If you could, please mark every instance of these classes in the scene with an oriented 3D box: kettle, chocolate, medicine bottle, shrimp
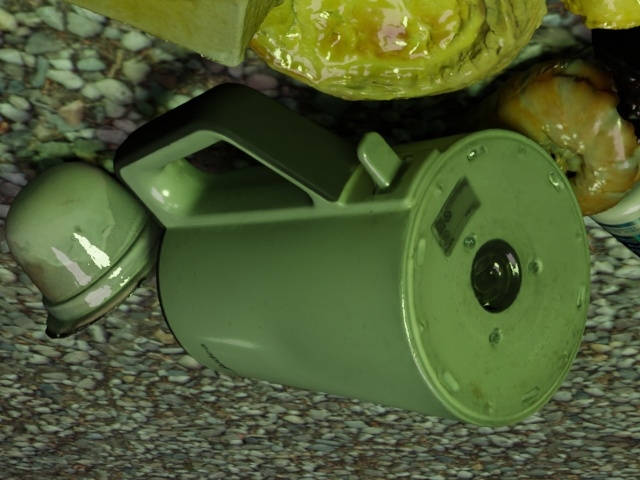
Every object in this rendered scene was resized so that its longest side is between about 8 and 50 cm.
[{"bbox_3d":[0.000,0.000,1.086,0.377,0.250,0.361,-1,143,48],"label":"kettle"},{"bbox_3d":[-0.262,-0.013,1.269,0.221,0.221,0.147,-21,113,39],"label":"chocolate"},{"bbox_3d":[0.340,-0.032,1.153,0.107,0.107,0.191,-20,142,38],"label":"medicine bottle"},{"bbox_3d":[0.193,-0.073,1.106,0.152,0.063,0.287,50,144,-8],"label":"shrimp"},{"bbox_3d":[0.282,-0.128,0.937,0.156,0.156,0.133,4,142,4],"label":"chocolate"}]

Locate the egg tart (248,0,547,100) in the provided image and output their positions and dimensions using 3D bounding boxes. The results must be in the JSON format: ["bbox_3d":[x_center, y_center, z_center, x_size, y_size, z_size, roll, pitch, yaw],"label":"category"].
[{"bbox_3d":[0.038,-0.206,0.916,0.279,0.095,0.279,9,154,4],"label":"egg tart"}]

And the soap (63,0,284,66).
[{"bbox_3d":[-0.173,-0.251,0.785,0.315,0.091,0.199,23,150,5],"label":"soap"}]

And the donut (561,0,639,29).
[{"bbox_3d":[0.275,-0.236,0.775,0.259,0.101,0.152,-10,139,2],"label":"donut"}]
